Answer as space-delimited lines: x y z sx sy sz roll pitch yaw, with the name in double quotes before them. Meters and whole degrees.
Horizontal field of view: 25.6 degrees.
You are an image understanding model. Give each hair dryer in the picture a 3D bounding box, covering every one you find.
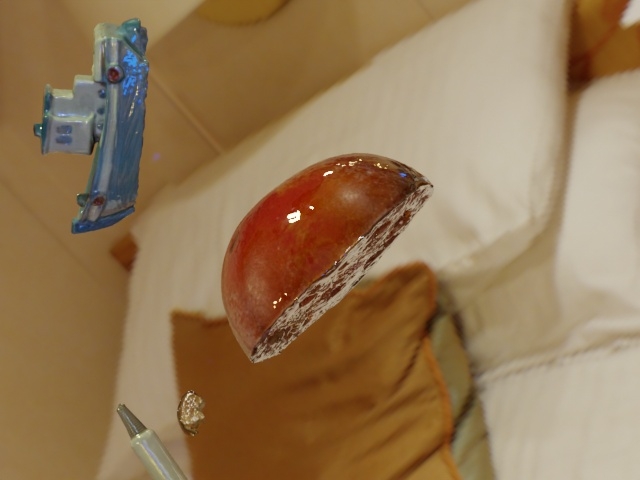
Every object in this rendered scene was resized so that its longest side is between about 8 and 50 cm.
"hair dryer" -0.135 0.225 1.271 0.044 0.183 0.155 -36 12 0

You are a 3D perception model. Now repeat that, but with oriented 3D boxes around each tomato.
"tomato" -0.012 -0.004 1.746 0.338 0.143 0.338 -44 -6 -6

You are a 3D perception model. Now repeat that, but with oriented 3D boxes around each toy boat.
"toy boat" -0.220 -0.108 1.336 0.088 0.102 0.215 -113 28 -67

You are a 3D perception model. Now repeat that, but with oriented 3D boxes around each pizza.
"pizza" -0.161 0.217 1.755 0.037 0.016 0.083 -12 36 0
